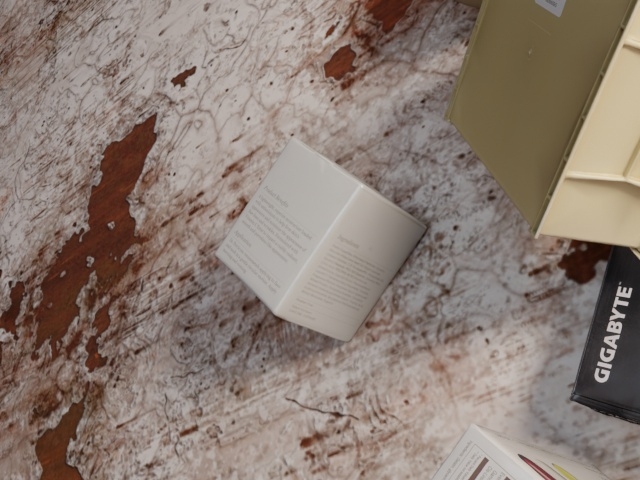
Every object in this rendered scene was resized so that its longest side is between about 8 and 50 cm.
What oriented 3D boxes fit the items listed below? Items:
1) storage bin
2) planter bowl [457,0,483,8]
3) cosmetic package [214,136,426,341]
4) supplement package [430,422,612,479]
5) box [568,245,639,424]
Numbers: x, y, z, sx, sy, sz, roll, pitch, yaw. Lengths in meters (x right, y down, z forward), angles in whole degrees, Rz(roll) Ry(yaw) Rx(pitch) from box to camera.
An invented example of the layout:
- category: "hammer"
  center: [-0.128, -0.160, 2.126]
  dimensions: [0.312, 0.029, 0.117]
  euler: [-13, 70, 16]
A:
- category: "storage bin"
  center: [0.245, -0.166, 0.671]
  dimensions: [0.262, 0.123, 0.260]
  euler: [-105, 26, -56]
- category: "planter bowl"
  center: [0.223, -0.361, 0.919]
  dimensions: [0.162, 0.109, 0.162]
  euler: [-17, 60, 32]
- category: "cosmetic package"
  center: [0.000, 0.000, 0.907]
  dimensions: [0.183, 0.151, 0.151]
  euler: [-55, 47, 6]
- category: "supplement package"
  center: [0.169, 0.284, 0.560]
  dimensions: [0.145, 0.262, 0.204]
  euler: [39, 96, 43]
- category: "box"
  center: [0.399, 0.043, 0.616]
  dimensions: [0.293, 0.073, 0.295]
  euler: [12, 78, 41]
